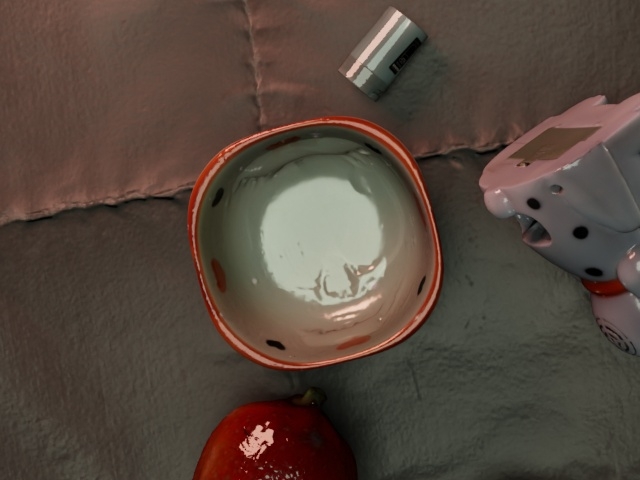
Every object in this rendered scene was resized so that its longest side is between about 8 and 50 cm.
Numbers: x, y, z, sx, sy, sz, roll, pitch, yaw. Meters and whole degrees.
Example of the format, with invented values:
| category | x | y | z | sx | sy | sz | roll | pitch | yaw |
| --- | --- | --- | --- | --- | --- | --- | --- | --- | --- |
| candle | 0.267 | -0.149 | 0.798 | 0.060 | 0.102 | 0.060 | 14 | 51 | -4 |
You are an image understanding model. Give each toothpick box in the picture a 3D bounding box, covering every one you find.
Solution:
| category | x | y | z | sx | sy | sz | roll | pitch | yaw |
| --- | --- | --- | --- | --- | --- | --- | --- | --- | --- |
| toothpick box | 0.062 | -0.186 | 1.240 | 0.052 | 0.052 | 0.083 | 39 | 97 | 2 |

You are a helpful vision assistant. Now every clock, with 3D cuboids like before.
| category | x | y | z | sx | sy | sz | roll | pitch | yaw |
| --- | --- | --- | --- | --- | --- | --- | --- | --- | --- |
| clock | 0.290 | 0.000 | 1.180 | 0.189 | 0.189 | 0.254 | -36 | 102 | 8 |

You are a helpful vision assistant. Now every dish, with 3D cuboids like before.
| category | x | y | z | sx | sy | sz | roll | pitch | yaw |
| --- | --- | --- | --- | --- | --- | --- | --- | --- | --- |
| dish | 0.000 | 0.000 | 1.230 | 0.256 | 0.117 | 0.256 | 0 | 94 | 7 |

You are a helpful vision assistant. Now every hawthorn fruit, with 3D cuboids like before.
| category | x | y | z | sx | sy | sz | roll | pitch | yaw |
| --- | --- | --- | --- | --- | --- | --- | --- | --- | --- |
| hawthorn fruit | -0.037 | 0.235 | 1.236 | 0.169 | 0.169 | 0.188 | 32 | 86 | 3 |
